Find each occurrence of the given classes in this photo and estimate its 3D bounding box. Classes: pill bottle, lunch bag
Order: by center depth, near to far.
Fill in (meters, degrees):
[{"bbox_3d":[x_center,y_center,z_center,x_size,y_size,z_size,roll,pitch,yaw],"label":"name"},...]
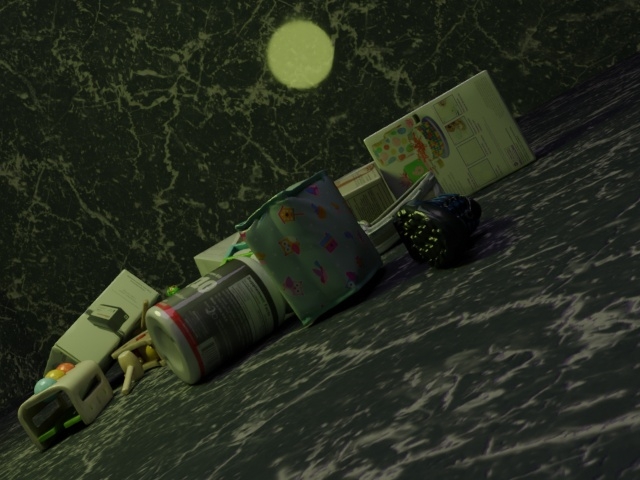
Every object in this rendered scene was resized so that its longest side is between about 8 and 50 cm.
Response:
[{"bbox_3d":[0.000,0.000,1.433,0.160,0.223,0.262,-36,0,26],"label":"lunch bag"},{"bbox_3d":[-0.171,0.130,1.487,0.283,0.161,0.161,-32,5,-28],"label":"pill bottle"}]

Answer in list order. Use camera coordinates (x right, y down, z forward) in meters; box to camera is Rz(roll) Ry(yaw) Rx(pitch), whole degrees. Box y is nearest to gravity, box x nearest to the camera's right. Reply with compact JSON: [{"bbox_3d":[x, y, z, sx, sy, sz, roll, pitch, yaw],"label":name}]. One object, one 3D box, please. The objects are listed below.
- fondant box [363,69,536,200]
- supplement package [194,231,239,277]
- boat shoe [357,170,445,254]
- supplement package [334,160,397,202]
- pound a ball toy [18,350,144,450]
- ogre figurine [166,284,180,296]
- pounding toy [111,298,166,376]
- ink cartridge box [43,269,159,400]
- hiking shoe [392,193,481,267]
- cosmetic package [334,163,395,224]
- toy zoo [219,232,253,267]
[{"bbox_3d":[0.304,-0.218,1.864,0.330,0.238,0.096,-29,5,14],"label":"fondant box"},{"bbox_3d":[-0.218,0.073,2.301,0.203,0.149,0.194,-32,22,-31],"label":"supplement package"},{"bbox_3d":[0.139,-0.036,1.758,0.320,0.103,0.118,-30,4,-3],"label":"boat shoe"},{"bbox_3d":[0.108,-0.117,2.433,0.175,0.178,0.293,-31,4,-8],"label":"supplement package"},{"bbox_3d":[-0.545,0.334,1.809,0.208,0.136,0.319,-30,5,-1],"label":"pound a ball toy"},{"bbox_3d":[-0.414,0.189,2.290,0.197,0.097,0.118,-14,-26,-42],"label":"ogre figurine"},{"bbox_3d":[-0.466,0.255,2.032,0.154,0.155,0.269,-35,9,-29],"label":"pounding toy"},{"bbox_3d":[-0.603,0.265,2.172,0.307,0.129,0.223,-55,0,-42],"label":"ink cartridge box"},{"bbox_3d":[0.199,-0.036,1.270,0.132,0.113,0.304,-31,4,-1],"label":"hiking shoe"},{"bbox_3d":[0.035,-0.041,1.876,0.296,0.153,0.129,-26,21,4],"label":"cosmetic package"},{"bbox_3d":[-0.155,0.007,2.146,0.192,0.030,0.293,-13,21,14],"label":"toy zoo"}]
